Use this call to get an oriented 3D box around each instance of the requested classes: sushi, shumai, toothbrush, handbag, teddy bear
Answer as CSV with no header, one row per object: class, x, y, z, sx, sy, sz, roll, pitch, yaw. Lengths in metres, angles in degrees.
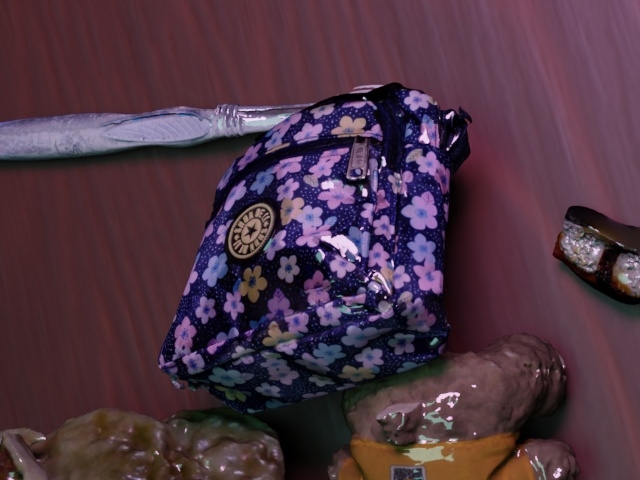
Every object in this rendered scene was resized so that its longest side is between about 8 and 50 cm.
sushi,0.198,0.012,1.226,0.083,0.044,0.046,30,121,24
shumai,-0.156,0.205,1.236,0.218,0.256,0.189,21,141,-12
toothbrush,-0.114,-0.086,1.364,0.413,0.042,0.035,-3,86,25
handbag,0.000,0.000,1.226,0.229,0.127,0.207,-22,48,36
teddy bear,0.084,0.167,1.214,0.177,0.140,0.190,-8,92,20
